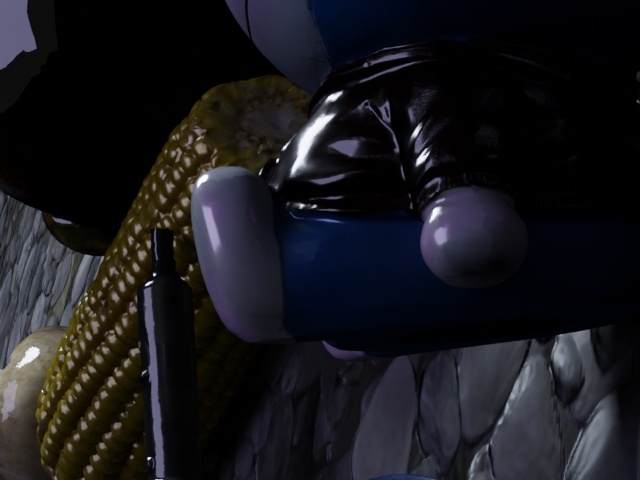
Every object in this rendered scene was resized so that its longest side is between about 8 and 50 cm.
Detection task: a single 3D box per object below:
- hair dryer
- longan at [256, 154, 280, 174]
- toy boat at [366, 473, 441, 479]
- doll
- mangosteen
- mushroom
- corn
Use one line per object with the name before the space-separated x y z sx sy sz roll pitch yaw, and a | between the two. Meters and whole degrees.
hair dryer | -0.119 0.105 0.970 0.078 0.195 0.248 137 132 -56
longan | 0.000 0.000 0.952 0.106 0.106 0.119 -118 5 -63
toy boat | 0.062 0.154 0.721 0.229 0.046 0.080 170 115 -69
doll | 0.059 -0.112 0.668 0.284 0.240 0.310 58 -152 -80
mangosteen | -0.150 -0.126 1.208 0.297 0.297 0.313 -20 90 67
mushroom | -0.260 0.164 1.466 0.166 0.127 0.166 2 -90 -78
corn | -0.105 0.051 1.125 0.144 0.144 0.387 -101 31 -52
